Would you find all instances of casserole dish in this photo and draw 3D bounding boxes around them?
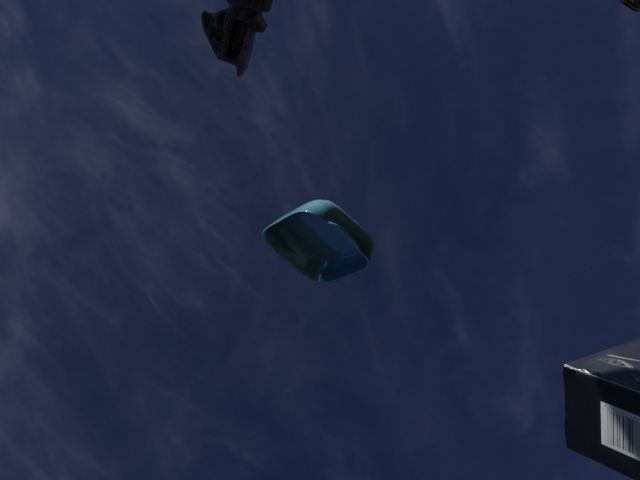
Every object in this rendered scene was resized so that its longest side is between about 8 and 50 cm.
[{"bbox_3d":[0.000,0.000,1.136,0.114,0.188,0.037,41,-116,-12],"label":"casserole dish"}]

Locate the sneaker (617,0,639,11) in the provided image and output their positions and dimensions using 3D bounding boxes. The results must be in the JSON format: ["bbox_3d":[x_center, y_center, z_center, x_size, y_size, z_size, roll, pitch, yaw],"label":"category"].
[{"bbox_3d":[0.224,-0.211,0.670,0.188,0.066,0.071,16,-124,0],"label":"sneaker"}]

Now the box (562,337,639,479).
[{"bbox_3d":[0.339,0.157,0.851,0.158,0.156,0.093,-13,-74,-28],"label":"box"}]

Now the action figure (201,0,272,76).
[{"bbox_3d":[-0.091,-0.273,0.711,0.330,0.178,0.341,6,-59,-5],"label":"action figure"}]
